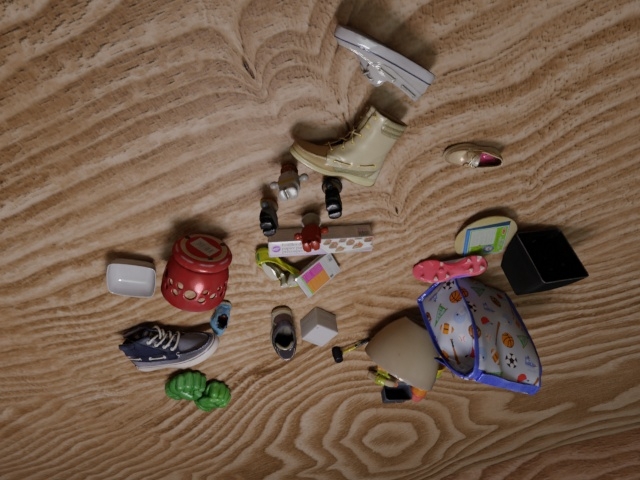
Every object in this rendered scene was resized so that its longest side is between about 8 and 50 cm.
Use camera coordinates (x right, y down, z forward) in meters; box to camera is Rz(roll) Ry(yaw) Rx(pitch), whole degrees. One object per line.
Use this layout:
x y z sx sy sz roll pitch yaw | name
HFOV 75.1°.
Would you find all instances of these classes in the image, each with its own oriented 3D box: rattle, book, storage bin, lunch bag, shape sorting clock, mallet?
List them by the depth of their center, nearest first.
-0.011 0.109 1.367 0.144 0.035 0.096 -38 129 -9 | book
0.547 -0.011 1.382 0.206 0.040 0.206 -2 140 -2 | shape sorting clock
0.558 0.342 1.461 0.328 0.385 0.239 19 124 -24 | lunch bag
0.132 0.430 1.704 0.190 0.062 0.039 -31 131 -2 | mallet
0.301 0.579 1.858 0.130 0.142 0.200 -9 158 42 | rattle
0.353 0.733 1.962 0.135 0.098 0.091 3 140 -11 | storage bin

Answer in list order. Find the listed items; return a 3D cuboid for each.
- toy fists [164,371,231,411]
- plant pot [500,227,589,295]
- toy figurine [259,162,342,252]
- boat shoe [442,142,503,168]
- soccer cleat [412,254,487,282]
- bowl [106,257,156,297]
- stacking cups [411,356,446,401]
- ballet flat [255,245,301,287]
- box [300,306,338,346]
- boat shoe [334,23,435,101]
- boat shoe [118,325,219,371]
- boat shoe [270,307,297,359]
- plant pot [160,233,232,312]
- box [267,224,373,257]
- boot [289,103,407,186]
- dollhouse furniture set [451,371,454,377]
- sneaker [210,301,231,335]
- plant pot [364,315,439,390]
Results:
-0.499 0.630 1.729 0.142 0.096 0.279 -37 125 20 | toy fists
0.726 0.088 1.400 0.188 0.187 0.167 -5 148 -19 | plant pot
-0.055 -0.097 1.153 0.210 0.148 0.213 19 127 -16 | toy figurine
0.431 -0.231 1.163 0.170 0.059 0.063 -2 131 -7 | boat shoe
0.446 0.101 1.434 0.248 0.083 0.095 -12 163 16 | soccer cleat
-0.585 0.110 1.297 0.142 0.053 0.142 8 128 -17 | bowl
0.477 0.630 1.902 0.096 0.096 0.316 2 135 -10 | stacking cups
-0.128 0.108 1.351 0.077 0.077 0.231 -30 129 22 | ballet flat
-0.006 0.322 1.548 0.101 0.087 0.102 29 120 -29 | box
0.138 -0.400 0.955 0.268 0.096 0.088 14 123 -30 | boat shoe
-0.542 0.365 1.467 0.341 0.127 0.158 -17 129 11 | boat shoe
-0.139 0.373 1.567 0.103 0.092 0.285 -3 131 -7 | boat shoe
-0.361 0.088 1.225 0.191 0.191 0.174 10 123 -17 | plant pot
0.000 0.000 1.289 0.324 0.067 0.063 -4 131 -7 | box
0.072 -0.258 1.058 0.262 0.095 0.203 15 127 -23 | boot
0.669 0.454 1.771 0.262 0.135 0.259 -17 142 5 | dollhouse furniture set
-0.357 0.290 1.474 0.063 0.073 0.162 8 129 -15 | sneaker
0.337 0.403 1.584 0.284 0.284 0.191 26 93 -27 | plant pot
